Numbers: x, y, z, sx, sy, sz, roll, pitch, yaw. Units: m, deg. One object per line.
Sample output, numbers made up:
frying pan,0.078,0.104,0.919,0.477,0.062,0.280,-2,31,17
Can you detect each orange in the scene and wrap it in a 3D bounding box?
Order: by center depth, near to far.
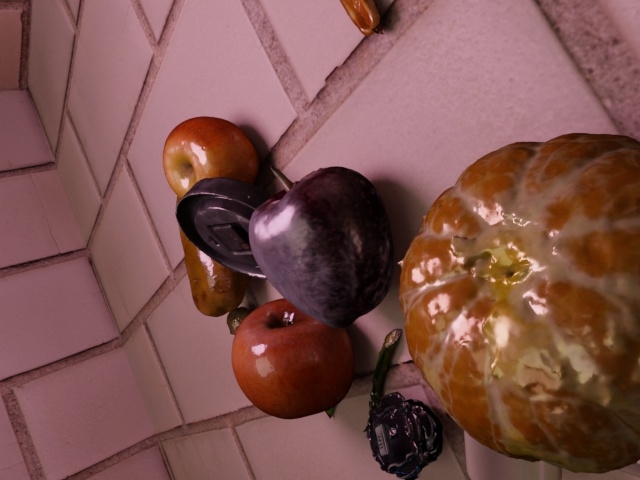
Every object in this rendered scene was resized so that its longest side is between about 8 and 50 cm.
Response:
orange,0.238,0.054,0.518,0.329,0.249,0.329,-29,43,31

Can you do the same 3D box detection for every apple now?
apple,-0.051,0.242,1.037,0.253,0.254,0.253,25,123,46
apple,-0.237,-0.174,1.152,0.235,0.173,0.210,24,128,33

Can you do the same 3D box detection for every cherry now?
cherry,0.000,0.000,0.868,0.255,0.218,0.296,-24,89,47

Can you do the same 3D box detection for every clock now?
clock,-0.166,-0.020,1.085,0.281,0.055,0.280,17,146,12

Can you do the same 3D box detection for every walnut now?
walnut,-0.205,0.214,1.348,0.092,0.092,0.092,25,123,46

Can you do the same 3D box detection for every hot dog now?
hot dog,0.062,-0.361,0.792,0.056,0.041,0.133,-50,56,49

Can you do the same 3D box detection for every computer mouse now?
computer mouse,0.154,0.351,0.926,0.241,0.078,0.146,129,137,-54

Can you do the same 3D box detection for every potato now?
potato,-0.274,0.006,1.302,0.177,0.195,0.369,-20,78,11

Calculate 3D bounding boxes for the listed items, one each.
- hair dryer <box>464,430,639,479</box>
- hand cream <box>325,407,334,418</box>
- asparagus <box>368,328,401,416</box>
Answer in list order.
hair dryer,0.343,0.241,0.619,0.362,0.128,0.203,7,110,43
hand cream,0.025,0.352,1.149,0.036,0.023,0.122,47,141,31
asparagus,0.116,0.258,0.984,0.034,0.027,0.236,47,138,47
